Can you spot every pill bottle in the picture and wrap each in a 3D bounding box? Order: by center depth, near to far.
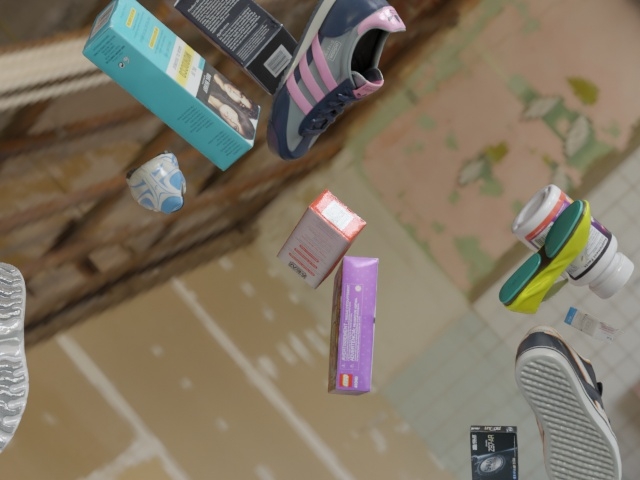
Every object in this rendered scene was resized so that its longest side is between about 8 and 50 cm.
[{"bbox_3d":[0.418,0.007,2.340,0.108,0.193,0.108,-49,9,11],"label":"pill bottle"}]

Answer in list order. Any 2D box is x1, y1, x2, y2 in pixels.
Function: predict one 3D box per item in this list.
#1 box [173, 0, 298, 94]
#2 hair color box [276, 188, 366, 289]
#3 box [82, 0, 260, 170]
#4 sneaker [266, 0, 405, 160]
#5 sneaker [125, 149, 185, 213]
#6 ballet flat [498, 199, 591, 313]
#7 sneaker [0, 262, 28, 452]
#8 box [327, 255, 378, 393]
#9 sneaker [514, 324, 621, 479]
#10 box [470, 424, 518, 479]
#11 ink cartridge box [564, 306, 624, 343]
[{"bbox_3d":[-0.148,-0.391,2.646,0.108,0.207,0.153,-48,-24,1],"label":"box"},{"bbox_3d":[0.000,0.000,1.862,0.043,0.072,0.141,-46,-4,-34],"label":"hair color box"},{"bbox_3d":[-0.189,-0.206,1.846,0.060,0.244,0.101,-38,26,28],"label":"box"},{"bbox_3d":[0.020,-0.232,2.145,0.112,0.131,0.319,-18,-39,-48],"label":"sneaker"},{"bbox_3d":[-0.240,-0.081,2.120,0.085,0.086,0.237,-31,8,1],"label":"sneaker"},{"bbox_3d":[0.372,0.032,2.239,0.231,0.077,0.077,-54,18,30],"label":"ballet flat"},{"bbox_3d":[-0.453,0.178,1.976,0.115,0.105,0.281,121,157,-66],"label":"sneaker"},{"bbox_3d":[0.049,0.141,2.248,0.057,0.201,0.293,4,-8,-2],"label":"box"},{"bbox_3d":[0.404,0.279,2.291,0.126,0.321,0.127,-14,25,18],"label":"sneaker"},{"bbox_3d":[0.247,0.303,2.022,0.018,0.067,0.083,-67,-25,-65],"label":"box"},{"bbox_3d":[0.425,0.134,2.208,0.048,0.083,0.028,20,-84,-38],"label":"ink cartridge box"}]
